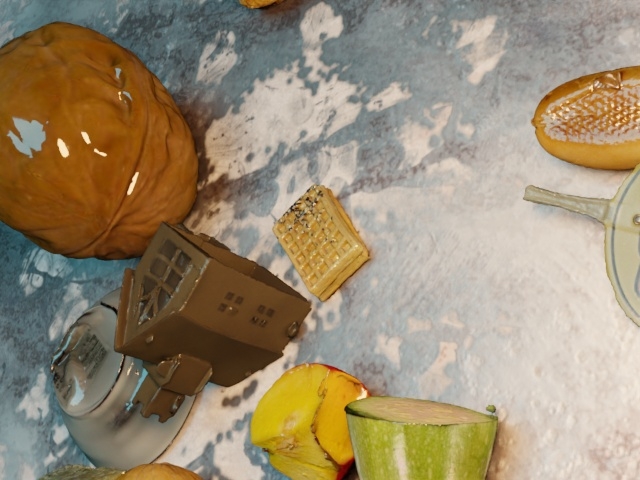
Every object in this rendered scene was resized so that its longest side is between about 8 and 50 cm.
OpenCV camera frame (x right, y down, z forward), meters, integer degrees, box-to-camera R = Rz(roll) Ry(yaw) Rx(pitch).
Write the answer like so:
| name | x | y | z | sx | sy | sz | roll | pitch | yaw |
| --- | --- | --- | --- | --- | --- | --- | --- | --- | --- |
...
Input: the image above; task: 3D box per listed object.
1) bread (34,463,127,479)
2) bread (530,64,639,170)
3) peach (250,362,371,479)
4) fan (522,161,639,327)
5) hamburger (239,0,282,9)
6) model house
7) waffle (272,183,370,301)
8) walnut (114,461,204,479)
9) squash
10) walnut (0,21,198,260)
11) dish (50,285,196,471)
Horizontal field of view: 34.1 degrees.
| name | x | y | z | sx | sy | sz | roll | pitch | yaw |
| --- | --- | --- | --- | --- | --- | --- | --- | --- | --- |
| bread | -0.354 | 0.374 | 1.502 | 0.172 | 0.232 | 0.064 | -13 | 99 | -3 |
| bread | 0.330 | -0.134 | 1.156 | 0.189 | 0.077 | 0.114 | 0 | 92 | 38 |
| peach | -0.009 | 0.220 | 1.279 | 0.151 | 0.118 | 0.151 | 14 | 117 | 29 |
| fan | 0.358 | -0.013 | 1.078 | 0.335 | 0.011 | 0.229 | 16 | 93 | 37 |
| hamburger | -0.092 | -0.489 | 1.639 | 0.244 | 0.163 | 0.244 | -21 | 58 | 37 |
| model house | -0.187 | 0.120 | 1.419 | 0.204 | 0.211 | 0.243 | 34 | 96 | 47 |
| waffle | -0.001 | 0.000 | 1.421 | 0.102 | 0.042 | 0.148 | -46 | 46 | 17 |
| walnut | -0.212 | 0.387 | 1.352 | 0.165 | 0.165 | 0.197 | -20 | 56 | 35 |
| squash | 0.112 | 0.235 | 1.141 | 0.170 | 0.170 | 0.123 | -6 | 84 | 41 |
| walnut | -0.361 | -0.146 | 1.591 | 0.308 | 0.354 | 0.398 | -58 | 43 | 27 |
| dish | -0.315 | 0.191 | 1.578 | 0.316 | 0.106 | 0.316 | -19 | 60 | 36 |
